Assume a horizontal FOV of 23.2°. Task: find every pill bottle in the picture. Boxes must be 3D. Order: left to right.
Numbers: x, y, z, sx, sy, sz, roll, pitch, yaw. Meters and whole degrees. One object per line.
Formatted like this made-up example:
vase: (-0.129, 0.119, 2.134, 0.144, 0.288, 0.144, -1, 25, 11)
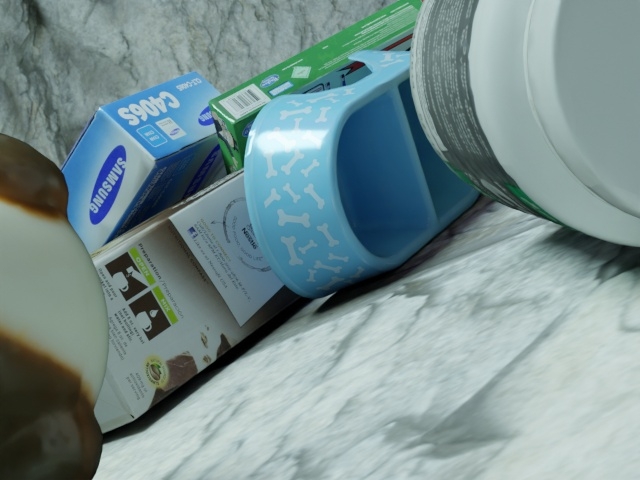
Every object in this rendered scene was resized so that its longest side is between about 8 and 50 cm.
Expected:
pill bottle: (0.172, -0.103, 0.887, 0.204, 0.204, 0.361, -28, 7, -1)

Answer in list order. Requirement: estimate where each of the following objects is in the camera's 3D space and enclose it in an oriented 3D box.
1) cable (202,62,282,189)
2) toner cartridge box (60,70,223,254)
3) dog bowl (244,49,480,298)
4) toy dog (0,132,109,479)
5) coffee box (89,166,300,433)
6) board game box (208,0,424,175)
cable: (-0.023, -0.088, 1.577, 0.257, 0.089, 0.257, -28, -21, -3)
toner cartridge box: (-0.216, 0.006, 1.473, 0.348, 0.075, 0.165, -53, -10, 31)
dog bowl: (0.050, -0.065, 1.288, 0.074, 0.166, 0.297, -9, 16, 33)
toy dog: (-0.284, 0.104, 0.931, 0.395, 0.285, 0.408, 15, -29, -33)
coffee box: (-0.136, 0.051, 1.268, 0.168, 0.119, 0.297, -25, 7, 40)
board game box: (0.057, -0.113, 1.466, 0.317, 0.213, 0.046, -30, 48, -18)
